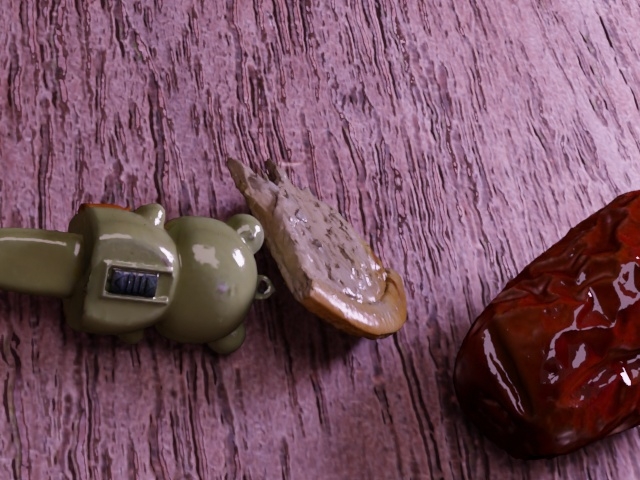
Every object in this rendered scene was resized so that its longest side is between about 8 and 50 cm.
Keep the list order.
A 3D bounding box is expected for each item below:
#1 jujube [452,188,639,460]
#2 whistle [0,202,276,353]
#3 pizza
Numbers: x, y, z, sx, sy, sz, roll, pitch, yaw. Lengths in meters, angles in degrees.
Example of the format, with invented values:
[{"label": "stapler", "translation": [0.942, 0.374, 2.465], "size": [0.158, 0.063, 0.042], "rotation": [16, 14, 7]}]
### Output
[{"label": "jujube", "translation": [0.284, 0.081, 1.530], "size": [0.342, 0.216, 0.216], "rotation": [-29, 70, -24]}, {"label": "whistle", "translation": [-0.174, 0.028, 1.401], "size": [0.288, 0.131, 0.106], "rotation": [7, 10, -22]}, {"label": "pizza", "translation": [0.000, 0.000, 1.522], "size": [0.181, 0.034, 0.262], "rotation": [18, 31, -47]}]
